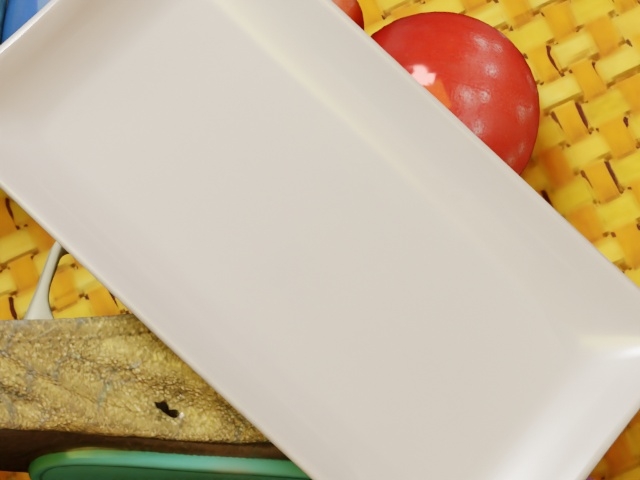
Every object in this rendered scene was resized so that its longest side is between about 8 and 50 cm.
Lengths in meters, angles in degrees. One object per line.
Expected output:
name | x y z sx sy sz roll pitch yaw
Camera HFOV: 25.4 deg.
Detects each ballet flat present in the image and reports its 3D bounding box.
ballet flat | -0.128 0.049 0.563 0.348 0.123 0.123 3 76 -19

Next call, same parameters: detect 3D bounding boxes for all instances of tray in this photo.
tray | 0.000 0.000 0.544 0.270 0.030 0.145 43 72 -1

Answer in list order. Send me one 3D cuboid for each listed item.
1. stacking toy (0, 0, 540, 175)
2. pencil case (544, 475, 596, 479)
stacking toy | -0.065 -0.089 0.630 0.330 0.141 0.141 13 80 9
pencil case | 0.151 0.166 0.546 0.206 0.086 0.088 26 49 16
